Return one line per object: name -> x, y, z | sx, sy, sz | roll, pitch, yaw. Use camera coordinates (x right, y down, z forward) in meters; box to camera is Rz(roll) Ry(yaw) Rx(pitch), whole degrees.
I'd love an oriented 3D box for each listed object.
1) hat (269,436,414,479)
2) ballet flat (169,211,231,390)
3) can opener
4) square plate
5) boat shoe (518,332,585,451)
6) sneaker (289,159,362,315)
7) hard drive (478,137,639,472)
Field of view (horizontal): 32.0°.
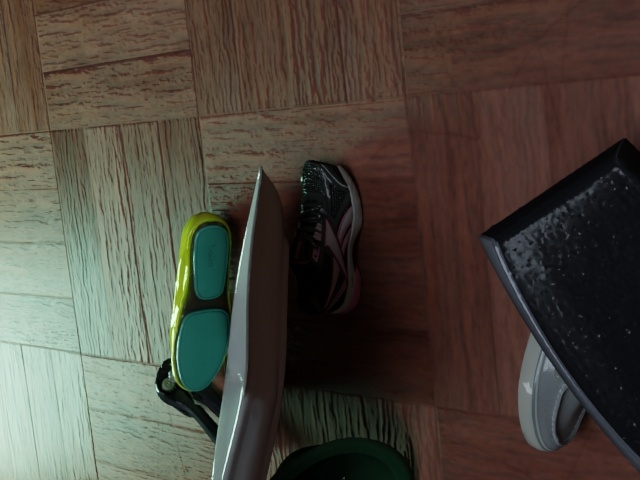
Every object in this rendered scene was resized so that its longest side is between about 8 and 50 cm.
hat -> -0.013, 0.258, 1.300 | 0.208, 0.173, 0.183 | -35, 31, 5
ballet flat -> -0.153, 0.073, 1.407 | 0.077, 0.077, 0.231 | 34, 121, 59
can opener -> -0.147, 0.218, 1.448 | 0.186, 0.073, 0.059 | 34, 83, 30
square plate -> -0.077, 0.155, 1.203 | 0.344, 0.049, 0.347 | -89, 9, -51
boat shoe -> 0.242, 0.098, 1.019 | 0.081, 0.079, 0.228 | 24, 112, 43
sneaker -> 0.000, 0.000, 1.229 | 0.072, 0.077, 0.178 | -4, 96, 43
hard drive -> 0.264, 0.061, 0.941 | 0.172, 0.054, 0.255 | -35, 86, 18
